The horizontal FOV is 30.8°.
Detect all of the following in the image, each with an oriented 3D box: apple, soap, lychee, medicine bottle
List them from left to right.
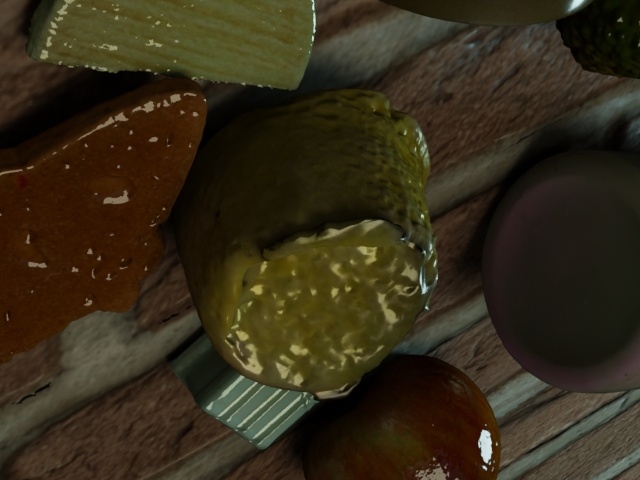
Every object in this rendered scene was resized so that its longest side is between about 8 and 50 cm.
[{"bbox_3d":[-0.015,0.077,0.978,0.198,0.066,0.119,-41,146,0],"label":"soap"},{"bbox_3d":[0.085,0.209,1.153,0.195,0.160,0.173,-43,123,-8],"label":"apple"},{"bbox_3d":[0.255,-0.199,0.869,0.171,0.171,0.171,-25,141,-22],"label":"lychee"},{"bbox_3d":[0.355,0.030,1.139,0.388,0.219,0.219,1,127,-44],"label":"medicine bottle"}]

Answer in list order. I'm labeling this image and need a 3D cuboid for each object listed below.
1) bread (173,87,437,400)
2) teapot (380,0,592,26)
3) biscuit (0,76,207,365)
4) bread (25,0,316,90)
[{"bbox_3d":[-0.003,-0.003,0.813,0.197,0.170,0.197,-8,130,-9],"label":"bread"},{"bbox_3d":[0.098,-0.244,0.658,0.268,0.185,0.175,-59,165,-49],"label":"teapot"},{"bbox_3d":[-0.176,-0.006,0.754,0.280,0.043,0.183,-48,141,16],"label":"biscuit"},{"bbox_3d":[-0.078,-0.153,0.708,0.193,0.036,0.112,0,127,-37],"label":"bread"}]
